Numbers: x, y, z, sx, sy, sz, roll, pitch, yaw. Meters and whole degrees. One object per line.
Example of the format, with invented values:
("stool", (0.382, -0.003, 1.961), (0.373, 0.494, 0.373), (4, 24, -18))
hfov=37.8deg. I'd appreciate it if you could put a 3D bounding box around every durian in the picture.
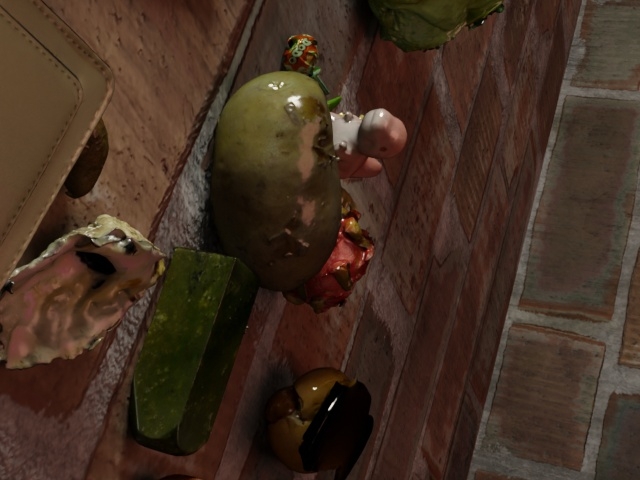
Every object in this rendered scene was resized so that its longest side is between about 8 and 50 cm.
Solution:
("durian", (0.178, -0.430, 1.448), (0.255, 0.205, 0.340), (-65, 155, -7))

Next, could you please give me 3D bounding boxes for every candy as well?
("candy", (-0.011, -0.232, 1.288), (0.055, 0.049, 0.185), (-49, 162, 1))

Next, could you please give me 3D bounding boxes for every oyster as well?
("oyster", (-0.225, 0.035, 0.832), (0.209, 0.072, 0.132), (-39, 144, -31))

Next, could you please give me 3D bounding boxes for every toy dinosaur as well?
("toy dinosaur", (0.045, -0.137, 1.264), (0.194, 0.177, 0.152), (67, 39, -55))

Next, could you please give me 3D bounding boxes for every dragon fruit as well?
("dragon fruit", (0.000, 0.000, 1.247), (0.150, 0.133, 0.207), (-28, 131, -34))

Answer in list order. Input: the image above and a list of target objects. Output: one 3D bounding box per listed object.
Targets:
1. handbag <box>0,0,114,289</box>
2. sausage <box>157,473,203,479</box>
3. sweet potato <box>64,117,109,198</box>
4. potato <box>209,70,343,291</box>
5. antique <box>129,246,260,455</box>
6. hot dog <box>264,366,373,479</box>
("handbag", (-0.296, -0.090, 0.482), (0.236, 0.160, 0.358), (-68, 155, -15))
("sausage", (-0.141, 0.370, 1.081), (0.133, 0.133, 0.258), (-60, 148, -42))
("sweet potato", (-0.219, -0.117, 0.793), (0.182, 0.054, 0.053), (73, 24, -43))
("potato", (-0.051, -0.066, 1.098), (0.165, 0.165, 0.262), (-21, 114, -65))
("antique", (-0.146, 0.125, 1.034), (0.081, 0.080, 0.220), (51, 53, -60))
("hot dog", (-0.014, 0.281, 1.391), (0.194, 0.107, 0.326), (-58, 159, -26))
